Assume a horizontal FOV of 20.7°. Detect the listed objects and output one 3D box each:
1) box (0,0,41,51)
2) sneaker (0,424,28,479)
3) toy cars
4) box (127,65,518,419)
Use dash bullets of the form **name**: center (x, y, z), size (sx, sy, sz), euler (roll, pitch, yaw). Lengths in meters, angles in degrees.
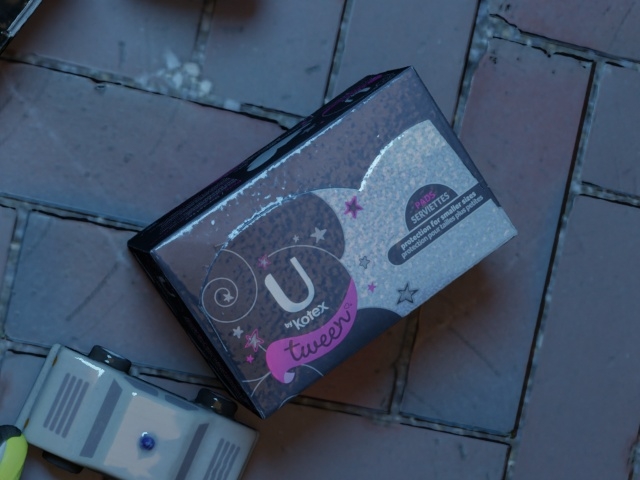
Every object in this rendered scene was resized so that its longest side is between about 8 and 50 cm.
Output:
- **box**: center (-0.370, -0.222, 1.278), size (0.322, 0.079, 0.257), euler (37, 97, -12)
- **sneaker**: center (-0.250, 0.244, 1.359), size (0.094, 0.081, 0.209), euler (13, 98, -18)
- **toy cars**: center (-0.096, 0.248, 1.384), size (0.176, 0.087, 0.394), euler (-26, 98, -11)
- **box**: center (0.000, 0.000, 1.366), size (0.247, 0.142, 0.163), euler (-35, 99, -9)
